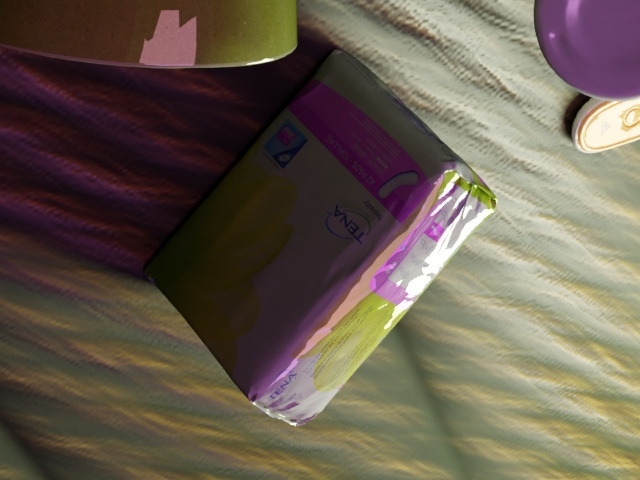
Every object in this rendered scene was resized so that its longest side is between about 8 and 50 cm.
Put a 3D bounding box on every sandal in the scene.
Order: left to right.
[{"bbox_3d":[0.399,-0.144,2.133,0.265,0.076,0.102,-25,136,-19],"label":"sandal"}]

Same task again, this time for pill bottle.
[{"bbox_3d":[0.282,-0.217,1.785,0.152,0.152,0.272,-57,176,16],"label":"pill bottle"}]

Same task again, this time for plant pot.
[{"bbox_3d":[-0.139,-0.304,1.471,0.274,0.275,0.294,-6,112,-34],"label":"plant pot"}]

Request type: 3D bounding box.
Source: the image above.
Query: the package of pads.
[{"bbox_3d":[0.000,0.000,1.830,0.296,0.229,0.101,-49,138,8],"label":"package of pads"}]
